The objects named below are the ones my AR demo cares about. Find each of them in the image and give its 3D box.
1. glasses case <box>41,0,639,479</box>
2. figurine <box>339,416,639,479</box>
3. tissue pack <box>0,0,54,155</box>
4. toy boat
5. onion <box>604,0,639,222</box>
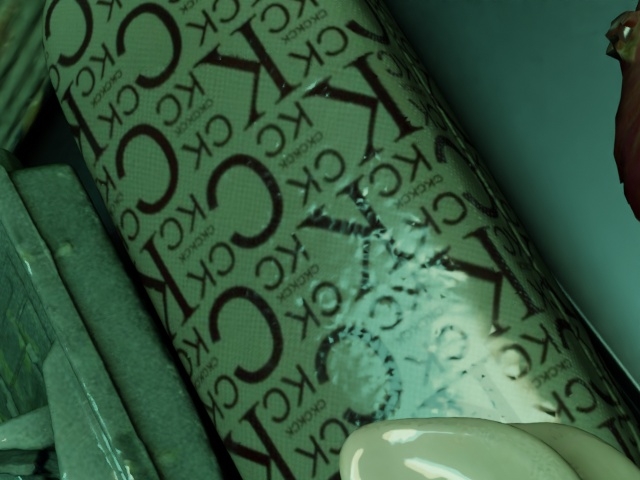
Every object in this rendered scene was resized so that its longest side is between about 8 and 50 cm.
[{"bbox_3d":[0.000,0.000,0.671,0.137,0.085,0.354,-36,66,19],"label":"glasses case"},{"bbox_3d":[0.111,0.095,0.273,0.155,0.127,0.235,-50,61,34],"label":"figurine"},{"bbox_3d":[-0.278,-0.038,0.798,0.228,0.128,0.311,34,97,27],"label":"tissue pack"},{"bbox_3d":[-0.083,0.117,0.670,0.319,0.092,0.141,60,148,21],"label":"toy boat"},{"bbox_3d":[0.188,-0.053,0.563,0.184,0.147,0.184,-43,22,22],"label":"onion"}]
